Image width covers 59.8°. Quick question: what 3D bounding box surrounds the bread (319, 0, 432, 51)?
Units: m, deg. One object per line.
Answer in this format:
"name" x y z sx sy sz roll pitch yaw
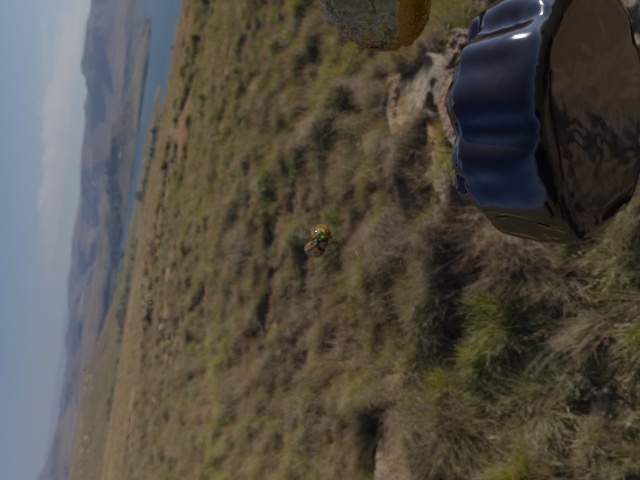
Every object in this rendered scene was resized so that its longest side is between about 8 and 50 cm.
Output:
"bread" 0.099 -0.460 1.009 0.139 0.240 0.240 -57 12 -24

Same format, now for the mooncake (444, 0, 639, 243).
"mooncake" 0.247 -0.139 0.620 0.141 0.283 0.283 4 88 46

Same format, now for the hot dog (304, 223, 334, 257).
"hot dog" 0.000 0.000 0.782 0.122 0.037 0.049 -56 -12 -83
